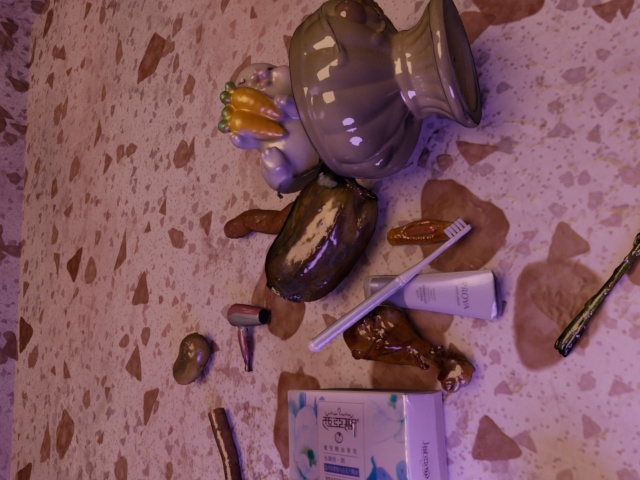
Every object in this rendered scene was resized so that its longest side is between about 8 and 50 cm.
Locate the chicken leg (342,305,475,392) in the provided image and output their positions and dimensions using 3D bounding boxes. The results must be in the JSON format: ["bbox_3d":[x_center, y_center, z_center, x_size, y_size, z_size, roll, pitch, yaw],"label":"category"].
[{"bbox_3d":[0.145,0.182,0.902,0.251,0.087,0.107,22,107,39],"label":"chicken leg"}]

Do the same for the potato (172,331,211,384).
[{"bbox_3d":[-0.328,0.300,1.350,0.091,0.070,0.138,37,109,41],"label":"potato"}]

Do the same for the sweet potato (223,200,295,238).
[{"bbox_3d":[-0.124,-0.044,1.222,0.281,0.059,0.067,-5,91,45],"label":"sweet potato"}]

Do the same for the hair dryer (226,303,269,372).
[{"bbox_3d":[-0.166,0.227,1.230,0.106,0.054,0.154,2,94,41],"label":"hair dryer"}]

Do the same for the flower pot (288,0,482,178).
[{"bbox_3d":[0.119,-0.266,0.877,0.244,0.307,0.307,-11,74,26],"label":"flower pot"}]

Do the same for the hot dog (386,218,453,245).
[{"bbox_3d":[0.175,-0.015,0.943,0.137,0.028,0.044,-5,71,46],"label":"hot dog"}]

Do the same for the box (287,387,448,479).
[{"bbox_3d":[0.073,0.359,0.906,0.274,0.116,0.203,-13,72,43],"label":"box"}]

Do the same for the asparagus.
[{"bbox_3d":[0.390,0.062,0.718,0.022,0.023,0.233,28,107,-2],"label":"asparagus"}]

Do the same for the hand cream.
[{"bbox_3d":[0.183,0.087,0.897,0.255,0.048,0.079,-2,103,45],"label":"hand cream"}]

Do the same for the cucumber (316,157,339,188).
[{"bbox_3d":[0.027,-0.205,0.994,0.044,0.043,0.257,108,172,-59],"label":"cucumber"}]

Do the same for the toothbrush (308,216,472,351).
[{"bbox_3d":[0.114,0.079,0.894,0.342,0.025,0.030,-41,83,7],"label":"toothbrush"}]

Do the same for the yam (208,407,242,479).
[{"bbox_3d":[-0.192,0.539,1.189,0.045,0.045,0.327,-25,62,4],"label":"yam"}]

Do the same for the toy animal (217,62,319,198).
[{"bbox_3d":[-0.082,-0.252,1.111,0.183,0.247,0.310,-34,74,16],"label":"toy animal"}]

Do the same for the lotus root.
[{"bbox_3d":[0.000,0.000,1.026,0.275,0.152,0.160,-53,47,12],"label":"lotus root"}]
